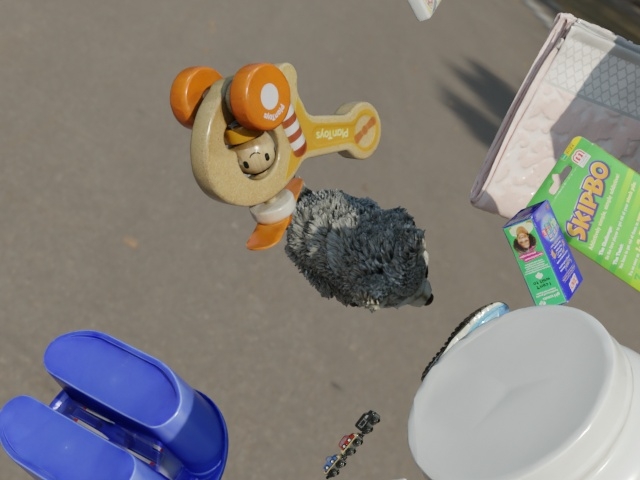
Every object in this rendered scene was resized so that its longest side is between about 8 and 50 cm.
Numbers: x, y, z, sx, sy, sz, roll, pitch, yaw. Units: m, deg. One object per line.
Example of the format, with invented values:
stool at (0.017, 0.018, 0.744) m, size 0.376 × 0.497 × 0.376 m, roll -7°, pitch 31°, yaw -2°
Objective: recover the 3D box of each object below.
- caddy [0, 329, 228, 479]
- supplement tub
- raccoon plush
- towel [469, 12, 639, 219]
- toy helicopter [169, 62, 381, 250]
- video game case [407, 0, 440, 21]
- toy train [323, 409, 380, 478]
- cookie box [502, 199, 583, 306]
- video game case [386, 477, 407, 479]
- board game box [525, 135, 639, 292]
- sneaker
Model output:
caddy at (-0.293, 0.283, 1.720) m, size 0.341 × 0.241 × 0.179 m, roll 21°, pitch -22°, yaw 35°
supplement tub at (0.251, 0.243, 1.116) m, size 0.331 × 0.241 × 0.241 m, roll 51°, pitch 8°, yaw -29°
raccoon plush at (0.000, 0.000, 2.157) m, size 0.446 × 0.216 × 0.299 m, roll 18°, pitch 1°, yaw 0°
towel at (0.429, -0.146, 1.819) m, size 0.331 × 0.317 × 0.053 m, roll 16°, pitch 20°, yaw -23°
toy helicopter at (-0.034, -0.120, 1.599) m, size 0.140 × 0.235 × 0.355 m, roll 4°, pitch 10°, yaw 40°
video game case at (0.143, -0.488, 1.886) m, size 0.227 × 0.026 × 0.206 m, roll 58°, pitch 37°, yaw -23°
toy train at (0.053, 0.377, 2.214) m, size 0.036 × 0.158 × 0.027 m, roll 39°, pitch 11°, yaw 14°
cookie box at (0.257, 0.017, 1.382) m, size 0.107 × 0.040 × 0.092 m, roll 66°, pitch 27°, yaw -4°
video game case at (0.048, 0.478, 1.964) m, size 0.022 × 0.173 × 0.190 m, roll 52°, pitch 42°, yaw -27°
board game box at (0.399, -0.014, 1.526) m, size 0.259 × 0.124 × 0.039 m, roll 34°, pitch 6°, yaw 1°
sneaker at (0.211, 0.154, 1.653) m, size 0.073 × 0.162 × 0.063 m, roll 40°, pitch -12°, yaw 0°
